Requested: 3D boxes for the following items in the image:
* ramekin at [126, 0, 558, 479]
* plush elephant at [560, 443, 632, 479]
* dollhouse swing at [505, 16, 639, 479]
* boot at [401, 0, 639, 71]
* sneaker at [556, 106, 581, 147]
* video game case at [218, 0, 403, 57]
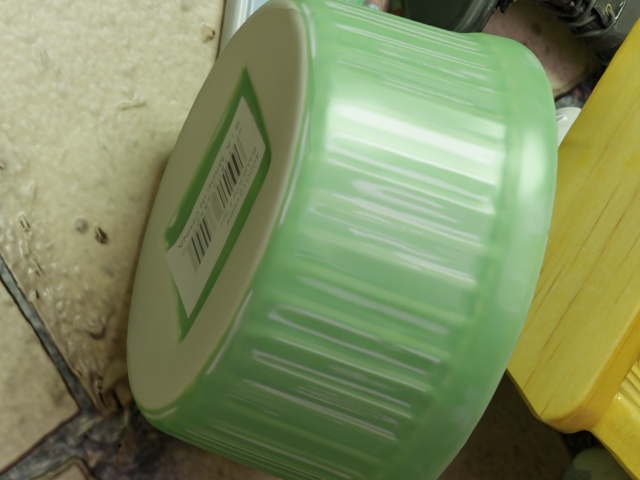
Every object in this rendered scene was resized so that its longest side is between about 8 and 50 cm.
[{"bbox_3d":[0.000,0.000,1.146,0.148,0.303,0.303,19,73,-19],"label":"ramekin"},{"bbox_3d":[0.172,0.304,1.181,0.330,0.255,0.272,-28,94,-17],"label":"plush elephant"},{"bbox_3d":[0.323,0.085,1.223,0.347,0.305,0.315,32,90,-47],"label":"dollhouse swing"},{"bbox_3d":[0.184,-0.175,1.381,0.229,0.091,0.263,45,55,-28],"label":"boot"},{"bbox_3d":[0.152,-0.004,1.357,0.305,0.114,0.152,-20,80,-36],"label":"sneaker"},{"bbox_3d":[0.028,-0.181,1.341,0.193,0.023,0.212,14,76,-28],"label":"video game case"}]
